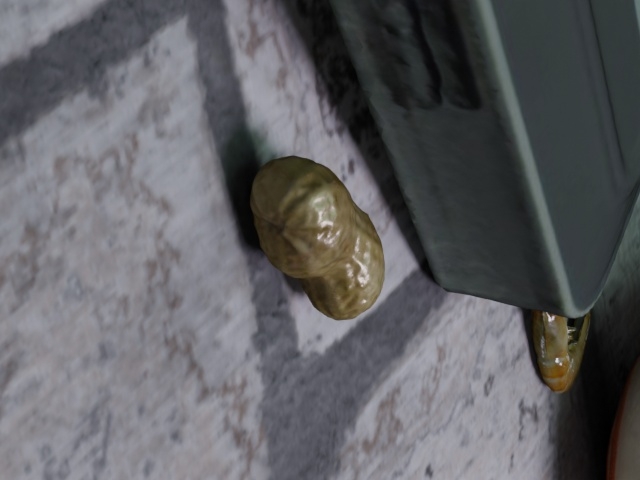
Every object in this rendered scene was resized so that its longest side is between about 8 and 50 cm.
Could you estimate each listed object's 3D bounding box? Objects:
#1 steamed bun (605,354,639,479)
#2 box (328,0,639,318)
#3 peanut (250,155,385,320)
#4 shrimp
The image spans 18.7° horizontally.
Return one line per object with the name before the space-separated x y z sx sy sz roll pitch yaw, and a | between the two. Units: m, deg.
steamed bun | 0.287 0.160 1.315 0.283 0.177 0.283 1 90 -66
box | 0.139 -0.208 1.039 0.397 0.111 0.396 -65 154 -25
peanut | 0.000 0.000 0.951 0.113 0.054 0.054 54 51 -48
shrimp | 0.153 0.042 1.230 0.083 0.023 0.114 -63 148 -35
